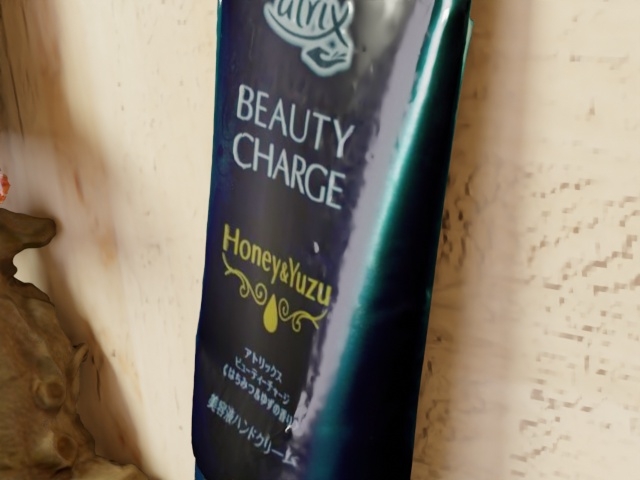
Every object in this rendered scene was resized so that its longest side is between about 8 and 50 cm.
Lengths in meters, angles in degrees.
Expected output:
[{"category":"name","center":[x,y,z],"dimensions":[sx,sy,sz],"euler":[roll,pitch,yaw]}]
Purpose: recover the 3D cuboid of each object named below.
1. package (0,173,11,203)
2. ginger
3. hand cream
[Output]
[{"category":"package","center":[-0.231,-0.110,0.707],"dimensions":[0.288,0.108,0.223],"euler":[-3,102,52]},{"category":"ginger","center":[-0.116,0.127,0.682],"dimensions":[0.290,0.122,0.084],"euler":[64,172,3]},{"category":"hand cream","center":[0.000,0.000,0.539],"dimensions":[0.120,0.061,0.270],"euler":[25,116,46]}]
